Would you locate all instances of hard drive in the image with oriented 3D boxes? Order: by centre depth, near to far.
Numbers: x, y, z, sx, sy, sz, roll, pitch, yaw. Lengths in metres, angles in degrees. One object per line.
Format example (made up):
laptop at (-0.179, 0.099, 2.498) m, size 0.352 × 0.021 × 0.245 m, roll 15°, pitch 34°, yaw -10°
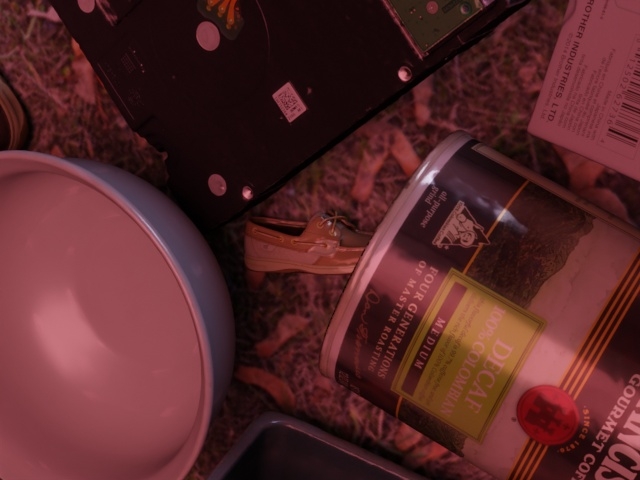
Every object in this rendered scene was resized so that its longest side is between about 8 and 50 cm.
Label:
hard drive at (-0.034, -0.180, 0.986) m, size 0.339 × 0.064 × 0.237 m, roll -35°, pitch 88°, yaw 40°

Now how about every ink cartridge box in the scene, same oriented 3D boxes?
ink cartridge box at (0.288, -0.103, 0.866) m, size 0.311 × 0.065 × 0.186 m, roll 31°, pitch 112°, yaw 42°

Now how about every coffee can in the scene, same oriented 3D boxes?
coffee can at (0.166, 0.076, 0.934) m, size 0.275 × 0.201 × 0.202 m, roll 30°, pitch 109°, yaw 13°

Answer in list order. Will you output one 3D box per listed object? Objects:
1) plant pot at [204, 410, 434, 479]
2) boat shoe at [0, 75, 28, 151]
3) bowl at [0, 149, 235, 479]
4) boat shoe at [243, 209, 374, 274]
plant pot at (-0.005, 0.331, 1.032) m, size 0.247 × 0.248 × 0.252 m, roll 22°, pitch 124°, yaw 15°
boat shoe at (-0.336, -0.155, 1.144) m, size 0.080 × 0.073 × 0.223 m, roll -43°, pitch 84°, yaw 22°
bowl at (-0.174, 0.056, 1.077) m, size 0.297 × 0.134 × 0.298 m, roll 12°, pitch 114°, yaw 28°
boat shoe at (0.000, 0.000, 1.062) m, size 0.135 × 0.050 × 0.045 m, roll -2°, pitch 105°, yaw 21°
